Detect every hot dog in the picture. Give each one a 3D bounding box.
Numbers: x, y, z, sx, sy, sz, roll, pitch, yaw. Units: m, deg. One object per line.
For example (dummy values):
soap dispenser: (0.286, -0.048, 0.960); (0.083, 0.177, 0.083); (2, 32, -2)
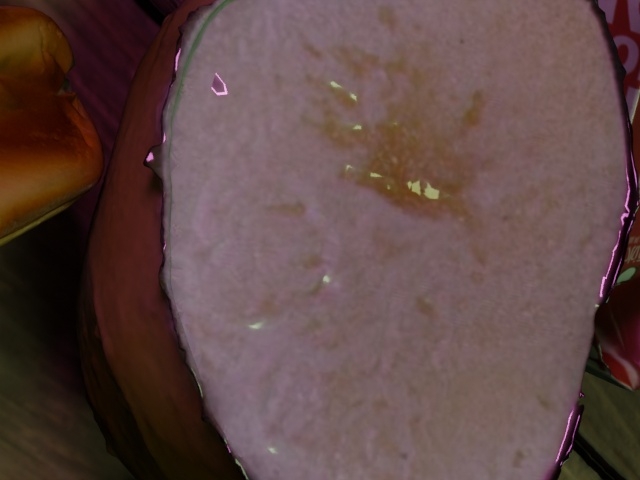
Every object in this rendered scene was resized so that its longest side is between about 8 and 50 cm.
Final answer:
hot dog: (-0.175, -0.029, 0.677); (0.249, 0.068, 0.100); (-29, 101, -56)

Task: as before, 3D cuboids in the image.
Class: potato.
potato: (0.000, 0.000, 0.825); (0.246, 0.196, 0.299); (23, 73, -23)

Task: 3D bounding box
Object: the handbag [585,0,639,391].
handbag: (0.141, -0.078, 0.952); (0.151, 0.171, 0.298); (-10, 119, -45)
